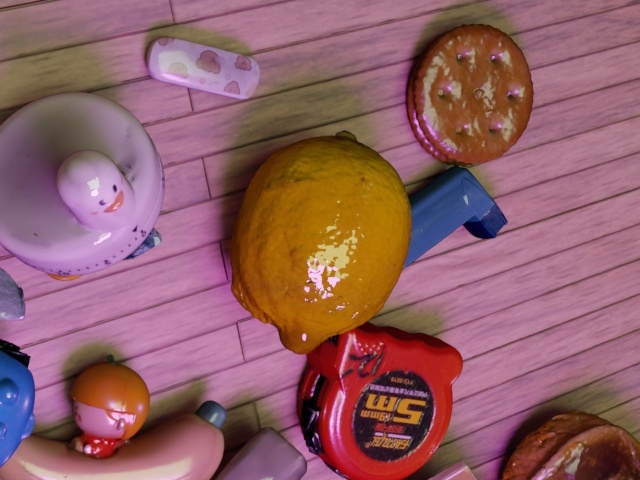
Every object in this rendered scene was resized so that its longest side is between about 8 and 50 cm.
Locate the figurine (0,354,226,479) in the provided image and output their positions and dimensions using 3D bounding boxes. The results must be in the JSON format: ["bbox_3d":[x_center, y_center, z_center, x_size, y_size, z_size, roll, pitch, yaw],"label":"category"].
[{"bbox_3d":[-0.284,0.272,1.616,0.325,0.124,0.222,11,93,-25],"label":"figurine"}]

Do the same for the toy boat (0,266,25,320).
[{"bbox_3d":[-0.489,0.034,1.426,0.282,0.206,0.096,7,139,-8],"label":"toy boat"}]

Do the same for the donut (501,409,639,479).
[{"bbox_3d":[0.431,0.441,2.016,0.330,0.160,0.330,-8,112,-20],"label":"donut"}]

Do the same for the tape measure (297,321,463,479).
[{"bbox_3d":[0.079,0.239,1.809,0.253,0.114,0.260,13,95,-29],"label":"tape measure"}]

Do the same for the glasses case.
[{"bbox_3d":[-0.160,-0.236,1.640,0.164,0.041,0.063,10,93,-29],"label":"glasses case"}]

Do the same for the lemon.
[{"bbox_3d":[0.000,0.000,1.650,0.245,0.245,0.319,22,77,-29],"label":"lemon"}]

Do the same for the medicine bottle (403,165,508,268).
[{"bbox_3d":[0.162,-0.014,1.828,0.258,0.079,0.124,-33,118,-19],"label":"medicine bottle"}]

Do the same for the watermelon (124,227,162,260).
[{"bbox_3d":[-0.243,-0.005,1.629,0.061,0.085,0.085,3,98,-63],"label":"watermelon"}]

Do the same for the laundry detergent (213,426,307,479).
[{"bbox_3d":[-0.130,0.388,1.699,0.091,0.181,0.253,40,76,10],"label":"laundry detergent"}]

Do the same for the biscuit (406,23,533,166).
[{"bbox_3d":[0.230,-0.224,1.838,0.221,0.066,0.220,-4,99,-26],"label":"biscuit"}]

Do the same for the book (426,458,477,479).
[{"bbox_3d":[0.121,0.538,1.865,0.389,0.032,0.269,-31,113,-1],"label":"book"}]

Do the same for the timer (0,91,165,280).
[{"bbox_3d":[-0.311,-0.076,1.469,0.233,0.233,0.240,-51,161,-12],"label":"timer"}]

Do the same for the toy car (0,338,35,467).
[{"bbox_3d":[-0.474,0.191,1.442,0.255,0.190,0.188,23,88,-6],"label":"toy car"}]
